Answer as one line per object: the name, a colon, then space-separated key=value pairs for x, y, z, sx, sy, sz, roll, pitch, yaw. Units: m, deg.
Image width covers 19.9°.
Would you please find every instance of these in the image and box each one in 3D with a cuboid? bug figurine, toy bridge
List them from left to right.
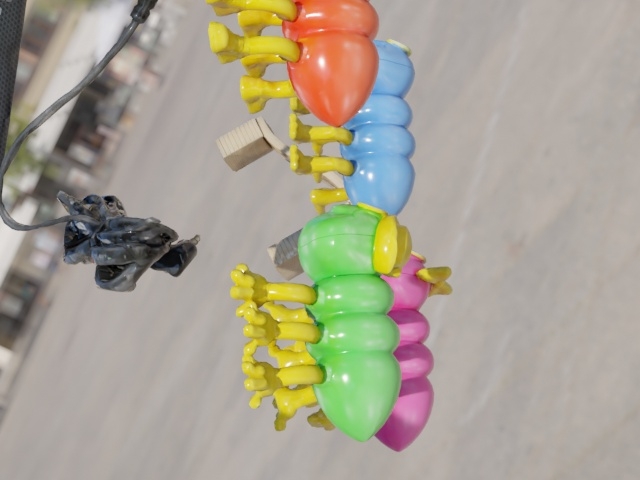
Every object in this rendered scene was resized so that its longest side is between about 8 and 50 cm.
toy bridge: x=0.000 y=0.000 z=1.093 sx=0.063 sy=0.188 sz=0.026 roll=-30 pitch=-30 yaw=5
bug figurine: x=0.014 y=-0.021 z=0.750 sx=0.279 sy=0.072 sz=0.216 roll=53 pitch=-145 yaw=-78

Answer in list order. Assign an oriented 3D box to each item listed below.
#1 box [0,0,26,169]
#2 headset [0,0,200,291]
box: x=-0.283 y=-0.081 z=1.102 sx=0.233 sy=0.059 sz=0.183 roll=8 pitch=90 yaw=40
headset: x=-0.118 y=-0.179 z=0.840 sx=0.185 sy=0.243 sz=0.394 roll=-149 pitch=55 yaw=-69
